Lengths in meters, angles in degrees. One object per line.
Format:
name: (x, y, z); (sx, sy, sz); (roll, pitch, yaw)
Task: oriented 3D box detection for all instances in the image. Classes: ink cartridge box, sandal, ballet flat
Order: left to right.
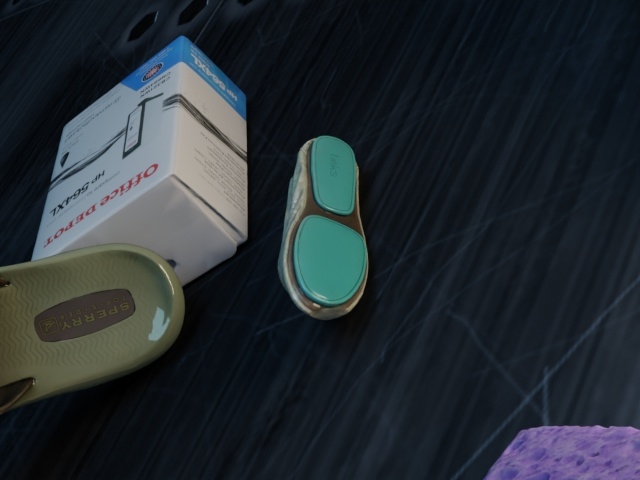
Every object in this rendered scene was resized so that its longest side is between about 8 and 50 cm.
sandal: (-0.235, 0.075, 0.708); (0.302, 0.120, 0.086); (-24, 0, -13)
ink cartridge box: (-0.138, -0.048, 0.860); (0.148, 0.086, 0.203); (-33, 33, 20)
ballet flat: (0.000, 0.000, 0.691); (0.168, 0.057, 0.052); (-82, 19, -49)

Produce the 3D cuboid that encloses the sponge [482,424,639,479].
sponge: (0.059, 0.151, 0.387); (0.210, 0.031, 0.117); (-46, 15, -27)
